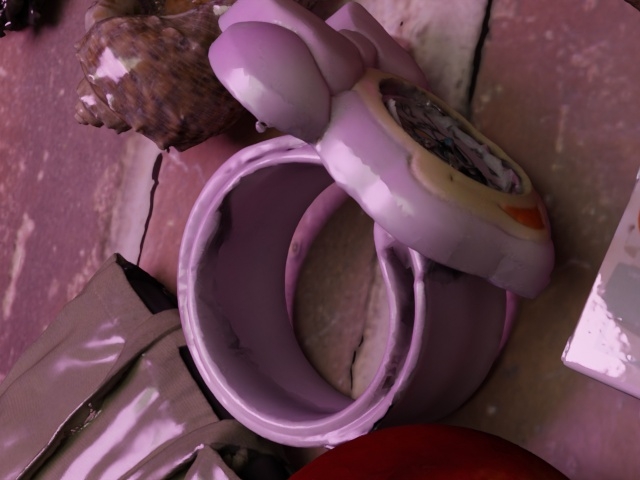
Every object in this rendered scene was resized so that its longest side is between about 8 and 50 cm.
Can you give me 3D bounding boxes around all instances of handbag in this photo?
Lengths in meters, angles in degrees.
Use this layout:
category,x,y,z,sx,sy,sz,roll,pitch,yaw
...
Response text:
category,x,y,z,sx,sy,sz,roll,pitch,yaw
handbag,-0.143,0.184,0.918,0.253,0.109,0.316,-49,51,9

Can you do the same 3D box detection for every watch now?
category,x,y,z,sx,sy,sz,roll,pitch,yaw
watch,0.000,0.000,0.829,0.248,0.211,0.217,48,114,24

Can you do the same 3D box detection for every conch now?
category,x,y,z,sx,sy,sz,roll,pitch,yaw
conch,-0.093,-0.151,0.957,0.207,0.130,0.155,-36,73,5

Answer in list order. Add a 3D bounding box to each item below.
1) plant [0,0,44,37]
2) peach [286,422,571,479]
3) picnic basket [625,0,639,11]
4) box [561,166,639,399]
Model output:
category,x,y,z,sx,sy,sz,roll,pitch,yaw
plant,-0.256,-0.240,1.116,0.094,0.092,0.143,25,87,28
peach,0.065,0.204,0.714,0.243,0.243,0.199,12,69,35
picnic basket,0.280,-0.264,0.713,0.313,0.175,0.228,-29,64,29
box,0.271,0.056,0.690,0.269,0.079,0.135,24,91,36
